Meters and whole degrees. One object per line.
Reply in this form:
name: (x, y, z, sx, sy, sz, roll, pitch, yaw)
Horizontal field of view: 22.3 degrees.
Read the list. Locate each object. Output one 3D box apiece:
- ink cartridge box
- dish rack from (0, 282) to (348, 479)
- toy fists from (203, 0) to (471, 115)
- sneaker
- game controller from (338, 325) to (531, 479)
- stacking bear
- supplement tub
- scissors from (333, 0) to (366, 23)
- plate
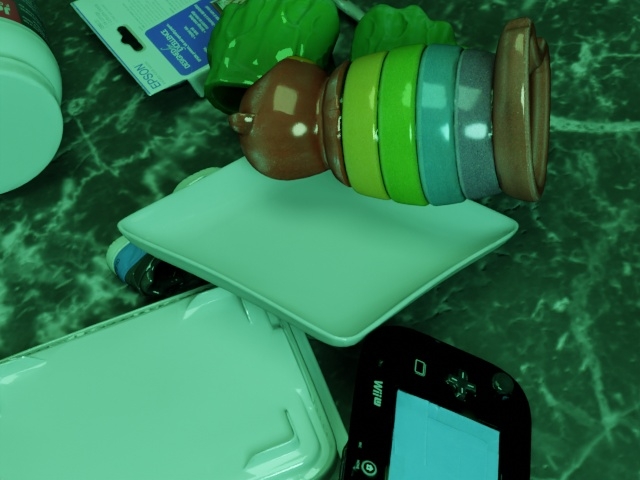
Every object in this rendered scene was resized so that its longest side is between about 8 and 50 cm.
ink cartridge box: (-0.144, -0.248, 1.822, 0.208, 0.045, 0.206, -28, 49, -15)
dish rack: (-0.156, 0.164, 1.445, 0.333, 0.072, 0.285, -19, 47, -6)
toy fists: (0.020, -0.182, 1.683, 0.279, 0.096, 0.142, 11, 64, 13)
sneaker: (-0.130, -0.004, 1.592, 0.152, 0.058, 0.084, -38, 46, -14)
game controller: (0.091, 0.212, 1.298, 0.067, 0.166, 0.319, -40, 29, 39)
stacking bear: (0.062, -0.114, 1.529, 0.289, 0.175, 0.164, 0, 87, 15)
supplement tub: (-0.383, -0.196, 1.735, 0.191, 0.191, 0.272, -21, 47, -5)
scissors: (0.015, -0.280, 1.822, 0.297, 0.021, 0.109, 33, 25, 18)
plate: (0.000, 0.000, 1.522, 0.278, 0.045, 0.277, 25, 36, 31)
